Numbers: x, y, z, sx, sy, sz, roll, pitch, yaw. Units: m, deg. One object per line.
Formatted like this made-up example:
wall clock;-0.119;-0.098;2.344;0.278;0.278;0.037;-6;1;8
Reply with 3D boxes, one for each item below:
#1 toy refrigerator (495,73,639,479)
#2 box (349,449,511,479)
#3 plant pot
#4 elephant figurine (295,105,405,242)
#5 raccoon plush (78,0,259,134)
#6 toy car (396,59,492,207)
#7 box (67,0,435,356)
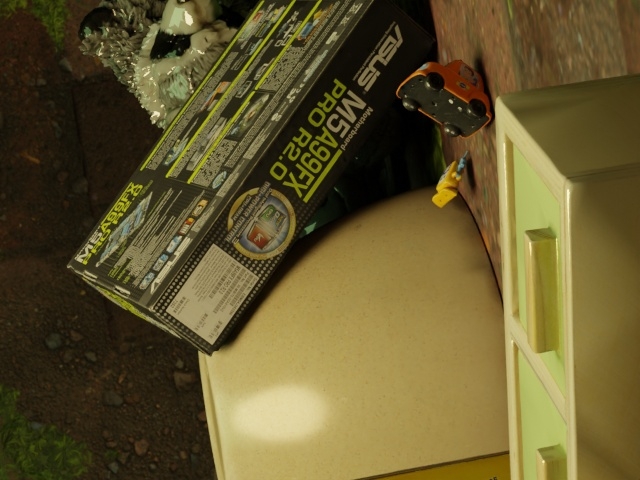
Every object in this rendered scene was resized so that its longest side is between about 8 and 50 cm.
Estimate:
toy refrigerator;0.127;0.075;0.728;0.102;0.094;0.269;-113;17;-63
box;0.098;0.305;0.912;0.290;0.177;0.279;90;167;-50
plant pot;0.017;0.113;1.233;0.284;0.191;0.284;171;90;-82
elephant figurine;0.000;0.000;1.438;0.186;0.169;0.239;54;164;-18
raccoon plush;-0.088;-0.155;2.044;0.446;0.216;0.299;46;-172;-48
toy car;0.074;-0.075;1.109;0.122;0.060;0.040;108;-175;-60
box;-0.057;-0.059;1.259;0.060;0.270;0.216;38;171;-22
